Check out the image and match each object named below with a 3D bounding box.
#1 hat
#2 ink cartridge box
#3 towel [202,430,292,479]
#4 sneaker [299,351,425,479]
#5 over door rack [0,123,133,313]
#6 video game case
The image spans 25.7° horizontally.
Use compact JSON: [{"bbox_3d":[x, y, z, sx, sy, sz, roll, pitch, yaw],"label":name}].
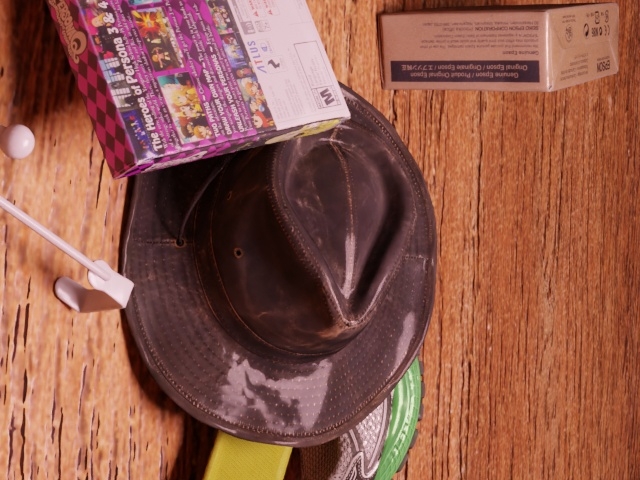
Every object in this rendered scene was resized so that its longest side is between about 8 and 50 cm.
[{"bbox_3d":[0.000,0.000,1.140,0.331,0.134,0.331,6,78,-31],"label":"hat"},{"bbox_3d":[0.201,-0.214,1.539,0.235,0.193,0.088,-20,110,-58],"label":"ink cartridge box"},{"bbox_3d":[-0.072,0.233,1.165,0.102,0.021,0.237,51,46,-45],"label":"towel"},{"bbox_3d":[0.003,0.083,1.296,0.146,0.134,0.343,-1,90,-44],"label":"sneaker"},{"bbox_3d":[-0.234,0.054,0.877,0.324,0.108,0.239,51,49,-48],"label":"over door rack"},{"bbox_3d":[-0.101,-0.174,1.036,0.210,0.042,0.232,-17,83,-42],"label":"video game case"}]
